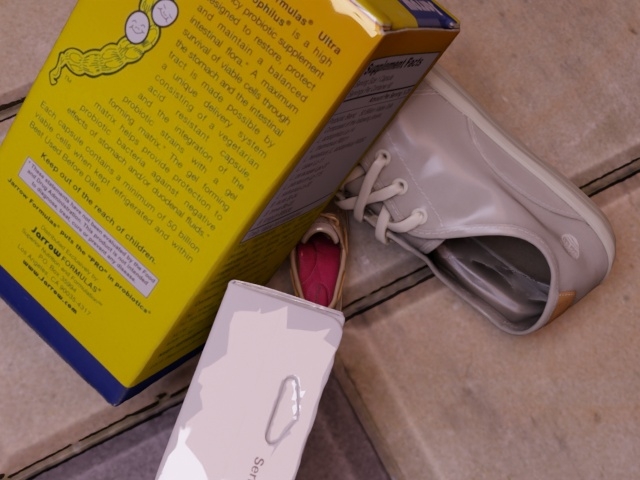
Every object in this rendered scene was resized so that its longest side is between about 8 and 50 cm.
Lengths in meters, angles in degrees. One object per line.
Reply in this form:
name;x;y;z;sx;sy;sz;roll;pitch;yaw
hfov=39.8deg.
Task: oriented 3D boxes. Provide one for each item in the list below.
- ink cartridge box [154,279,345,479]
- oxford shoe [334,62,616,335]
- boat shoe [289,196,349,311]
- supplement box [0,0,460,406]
ink cartridge box;-0.056;0.139;0.700;0.093;0.219;0.160;18;71;1
oxford shoe;0.065;-0.071;0.794;0.449;0.169;0.130;37;60;-2
boat shoe;0.000;0.000;0.835;0.063;0.059;0.170;-2;71;-5
supplement box;-0.091;-0.082;0.689;0.195;0.194;0.356;42;115;9
